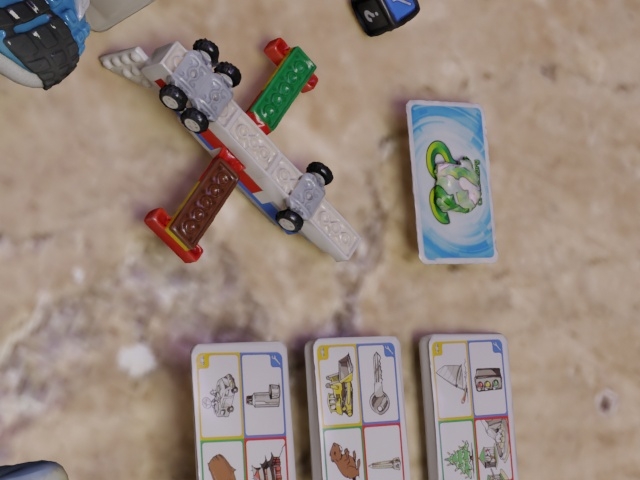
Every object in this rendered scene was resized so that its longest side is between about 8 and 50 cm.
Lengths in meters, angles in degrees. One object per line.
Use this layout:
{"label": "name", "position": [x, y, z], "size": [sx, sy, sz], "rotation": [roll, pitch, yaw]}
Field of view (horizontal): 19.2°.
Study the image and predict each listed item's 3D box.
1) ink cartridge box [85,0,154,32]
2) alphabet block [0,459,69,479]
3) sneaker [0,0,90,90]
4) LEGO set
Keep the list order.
{"label": "ink cartridge box", "position": [-0.033, -0.285, 0.816], "size": [0.207, 0.119, 0.353], "rotation": [46, 66, -13]}
{"label": "alphabet block", "position": [-0.167, 0.198, 0.636], "size": [0.192, 0.193, 0.197], "rotation": [-17, 90, -26]}
{"label": "sneaker", "position": [-0.170, -0.124, 0.742], "size": [0.191, 0.083, 0.071], "rotation": [47, 40, 4]}
{"label": "LEGO set", "position": [0.000, 0.000, 0.845], "size": [0.182, 0.060, 0.244], "rotation": [0, 83, -39]}
